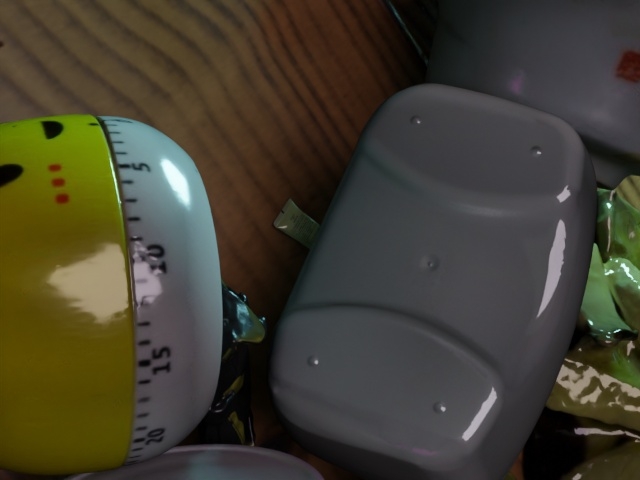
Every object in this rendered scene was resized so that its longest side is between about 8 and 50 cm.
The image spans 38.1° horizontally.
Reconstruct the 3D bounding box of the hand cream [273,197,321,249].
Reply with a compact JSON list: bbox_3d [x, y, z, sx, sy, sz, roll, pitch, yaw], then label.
[{"bbox_3d":[0.000,0.000,0.925,0.102,0.022,0.035,36,67,-14],"label":"hand cream"}]

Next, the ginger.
[{"bbox_3d":[0.397,0.118,1.022,0.413,0.211,0.358,-30,95,-29],"label":"ginger"}]

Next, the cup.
[{"bbox_3d":[0.244,-0.155,0.936,0.347,0.347,0.163,18,97,-26],"label":"cup"}]

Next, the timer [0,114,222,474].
[{"bbox_3d":[-0.224,0.042,0.661,0.285,0.285,0.285,5,79,-29],"label":"timer"}]

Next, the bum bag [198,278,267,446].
[{"bbox_3d":[-0.081,0.114,0.767,0.060,0.232,0.106,-4,48,-11],"label":"bum bag"}]

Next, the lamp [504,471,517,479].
[{"bbox_3d":[0.110,0.292,0.862,0.185,0.161,0.161,-3,83,-32],"label":"lamp"}]

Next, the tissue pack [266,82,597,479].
[{"bbox_3d":[0.107,0.055,0.817,0.230,0.236,0.333,18,73,21],"label":"tissue pack"}]

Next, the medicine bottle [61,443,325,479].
[{"bbox_3d":[-0.087,0.332,0.654,0.256,0.256,0.324,-7,100,-30],"label":"medicine bottle"}]
